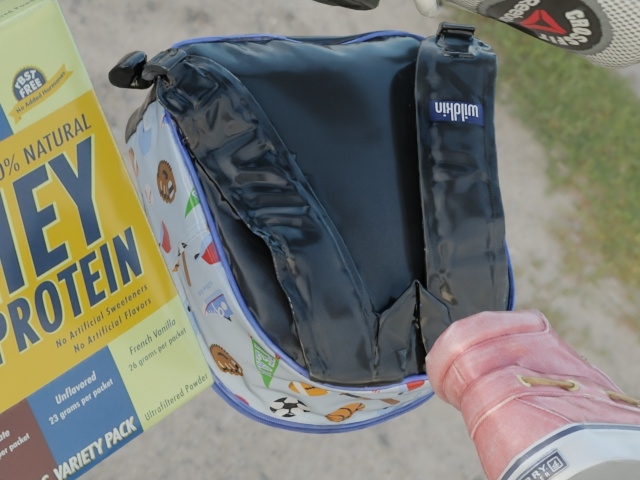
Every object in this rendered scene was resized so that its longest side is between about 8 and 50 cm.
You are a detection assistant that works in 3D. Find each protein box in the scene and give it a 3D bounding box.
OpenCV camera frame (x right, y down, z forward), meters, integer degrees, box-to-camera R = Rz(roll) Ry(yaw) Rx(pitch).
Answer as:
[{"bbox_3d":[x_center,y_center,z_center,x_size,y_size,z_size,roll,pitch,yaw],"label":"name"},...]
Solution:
[{"bbox_3d":[-0.186,-0.001,0.723,0.136,0.200,0.201,-34,118,-28],"label":"protein box"}]

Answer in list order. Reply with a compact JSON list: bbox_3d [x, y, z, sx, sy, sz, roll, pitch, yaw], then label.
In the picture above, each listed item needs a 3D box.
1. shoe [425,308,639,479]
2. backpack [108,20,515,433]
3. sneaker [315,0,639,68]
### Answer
[{"bbox_3d":[0.112,0.075,0.629,0.178,0.063,0.081,16,36,-53],"label":"shoe"},{"bbox_3d":[0.000,0.000,1.055,0.276,0.213,0.263,-8,63,-23],"label":"backpack"},{"bbox_3d":[0.020,-0.104,0.338,0.330,0.122,0.146,-15,80,-18],"label":"sneaker"}]
